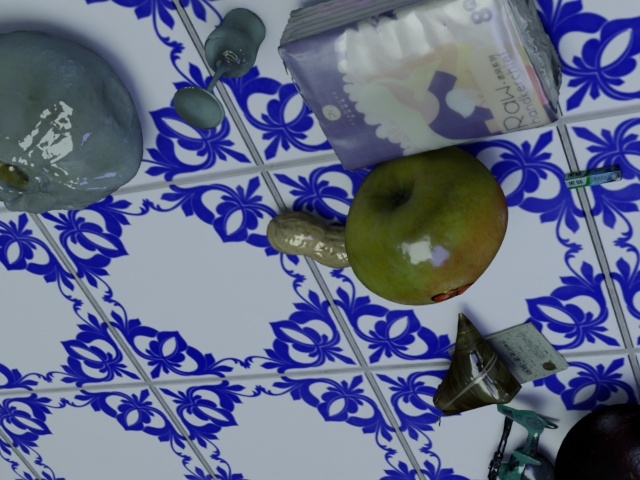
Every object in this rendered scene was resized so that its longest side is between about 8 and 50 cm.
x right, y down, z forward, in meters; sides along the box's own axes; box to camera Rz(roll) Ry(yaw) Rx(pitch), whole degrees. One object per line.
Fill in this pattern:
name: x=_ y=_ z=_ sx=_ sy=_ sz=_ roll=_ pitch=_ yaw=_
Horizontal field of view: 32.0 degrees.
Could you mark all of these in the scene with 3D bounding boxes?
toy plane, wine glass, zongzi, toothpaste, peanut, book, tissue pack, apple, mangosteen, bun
toy plane: x=0.396 y=0.442 z=2.150 sx=0.155 sy=0.106 sz=0.382 roll=20 pitch=142 yaw=18
wine glass: x=-0.141 y=-0.250 z=1.603 sx=0.079 sy=0.195 sz=0.079 roll=13 pitch=138 yaw=12
zongzi: x=0.239 y=0.226 z=1.999 sx=0.187 sy=0.084 sz=0.184 roll=-28 pitch=101 yaw=44
toothpaste: x=0.411 y=-0.095 z=1.680 sx=0.083 sy=0.017 sz=0.020 roll=-10 pitch=129 yaw=27
peanut: x=0.000 y=0.000 z=1.878 sx=0.187 sy=0.082 sz=0.082 roll=19 pitch=136 yaw=1
book: x=0.336 y=0.213 z=2.005 sx=0.181 sy=0.014 sz=0.127 roll=-24 pitch=120 yaw=36
tissue pack: x=0.144 y=-0.244 z=1.555 sx=0.343 sy=0.125 sz=0.242 roll=-11 pitch=128 yaw=28
apple: x=0.153 y=-0.026 z=1.679 sx=0.260 sy=0.261 sz=0.194 roll=-18 pitch=139 yaw=33
mangosteen: x=0.563 y=0.415 z=1.925 sx=0.297 sy=0.297 sz=0.313 roll=41 pitch=129 yaw=-19
bun: x=-0.458 y=-0.175 z=1.793 sx=0.354 sy=0.194 sz=0.354 roll=11 pitch=137 yaw=10
